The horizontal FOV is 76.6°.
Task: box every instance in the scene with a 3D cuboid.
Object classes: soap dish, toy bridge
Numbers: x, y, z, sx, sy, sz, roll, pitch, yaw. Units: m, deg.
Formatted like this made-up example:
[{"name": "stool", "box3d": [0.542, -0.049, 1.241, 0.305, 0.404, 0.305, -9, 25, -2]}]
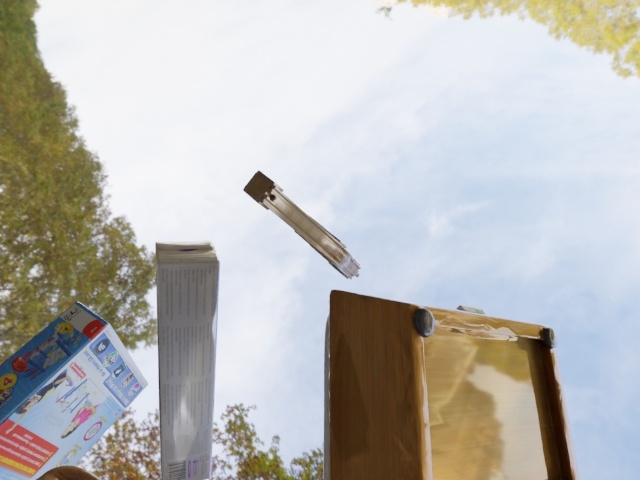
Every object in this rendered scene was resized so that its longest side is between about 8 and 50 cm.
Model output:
[{"name": "soap dish", "box3d": [0.141, 0.176, 0.415, 0.290, 0.118, 0.229, 14, -113, -33]}, {"name": "toy bridge", "box3d": [0.000, 0.000, 0.414, 0.026, 0.188, 0.063, -50, -131, -2]}]

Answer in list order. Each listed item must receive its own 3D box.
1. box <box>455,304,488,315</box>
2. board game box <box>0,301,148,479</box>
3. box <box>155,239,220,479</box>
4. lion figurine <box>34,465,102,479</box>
[{"name": "box", "box3d": [0.288, 0.196, 0.780, 0.087, 0.102, 0.101, 13, -147, -36]}, {"name": "board game box", "box3d": [-0.497, 0.316, 0.753, 0.086, 0.308, 0.302, 28, -127, 16]}, {"name": "box", "box3d": [-0.165, 0.159, 0.496, 0.067, 0.324, 0.063, -3, -157, -23]}, {"name": "lion figurine", "box3d": [-0.404, 0.428, 0.533, 0.240, 0.142, 0.392, 39, -109, 20]}]
